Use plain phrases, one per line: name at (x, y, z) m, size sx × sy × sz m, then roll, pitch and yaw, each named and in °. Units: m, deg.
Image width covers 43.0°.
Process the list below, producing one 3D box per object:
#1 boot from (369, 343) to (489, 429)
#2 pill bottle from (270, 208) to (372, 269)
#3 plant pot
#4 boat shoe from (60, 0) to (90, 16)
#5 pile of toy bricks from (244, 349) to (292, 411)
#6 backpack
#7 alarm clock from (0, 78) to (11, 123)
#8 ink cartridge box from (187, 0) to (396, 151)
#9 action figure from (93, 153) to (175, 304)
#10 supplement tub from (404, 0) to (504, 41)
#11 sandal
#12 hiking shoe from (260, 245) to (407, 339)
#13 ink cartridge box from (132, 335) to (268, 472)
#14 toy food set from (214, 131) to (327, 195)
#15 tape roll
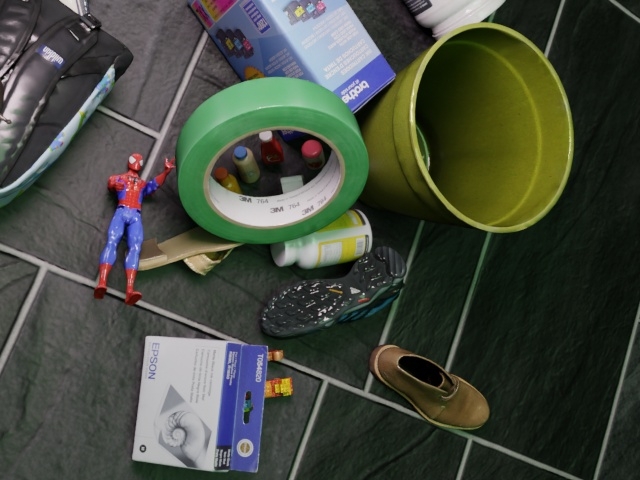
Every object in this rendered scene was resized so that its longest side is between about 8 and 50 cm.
boot at (0.247, 0.312, 1.669) m, size 0.305 × 0.115 × 0.112 m, roll 31°, pitch 72°, yaw -22°
pill bottle at (0.000, 0.000, 1.578) m, size 0.184 × 0.103 × 0.103 m, roll -9°, pitch 90°, yaw -26°
plant pot at (0.221, -0.187, 1.556) m, size 0.367 × 0.353 × 0.366 m, roll 2°, pitch 86°, yaw -29°
boat shoe at (-0.397, -0.522, 1.409) m, size 0.158 × 0.127 × 0.340 m, roll -9°, pitch 90°, yaw -19°
pile of toy bricks at (-0.140, 0.258, 1.489) m, size 0.212 × 0.105 × 0.118 m, roll -5°, pitch 88°, yaw -26°
backpack at (-0.514, -0.210, 1.282) m, size 0.290 × 0.273 × 0.355 m, roll 31°, pitch 53°, yaw -21°
alarm clock at (-0.520, -0.227, 1.137) m, size 0.129 × 0.064 × 0.192 m, roll -23°, pitch 87°, yaw -16°
ink cartridge box at (-0.041, -0.344, 1.491) m, size 0.151 × 0.270 × 0.395 m, roll -42°, pitch 104°, yaw -20°
action figure at (-0.317, -0.047, 1.382) m, size 0.092 × 0.139 × 0.280 m, roll 15°, pitch 56°, yaw -26°
supplement tub at (0.243, -0.569, 1.690) m, size 0.191 × 0.191 × 0.272 m, roll -42°, pitch 104°, yaw -22°
sandal at (-0.234, 0.031, 1.492) m, size 0.240 × 0.088 × 0.079 m, roll -13°, pitch 125°, yaw -18°
hiking shoe at (0.034, 0.130, 1.579) m, size 0.304 × 0.132 × 0.113 m, roll -22°, pitch 54°, yaw -7°
ink cartridge box at (-0.209, 0.282, 1.406) m, size 0.224 × 0.045 × 0.223 m, roll 1°, pitch 80°, yaw 18°
toy food set at (-0.079, -0.139, 1.506) m, size 0.233 × 0.104 × 0.111 m, roll -6°, pitch 67°, yaw 5°
tape roll at (-0.082, -0.126, 1.376) m, size 0.322 × 0.321 × 0.077 m, roll 10°, pitch 45°, yaw -25°
